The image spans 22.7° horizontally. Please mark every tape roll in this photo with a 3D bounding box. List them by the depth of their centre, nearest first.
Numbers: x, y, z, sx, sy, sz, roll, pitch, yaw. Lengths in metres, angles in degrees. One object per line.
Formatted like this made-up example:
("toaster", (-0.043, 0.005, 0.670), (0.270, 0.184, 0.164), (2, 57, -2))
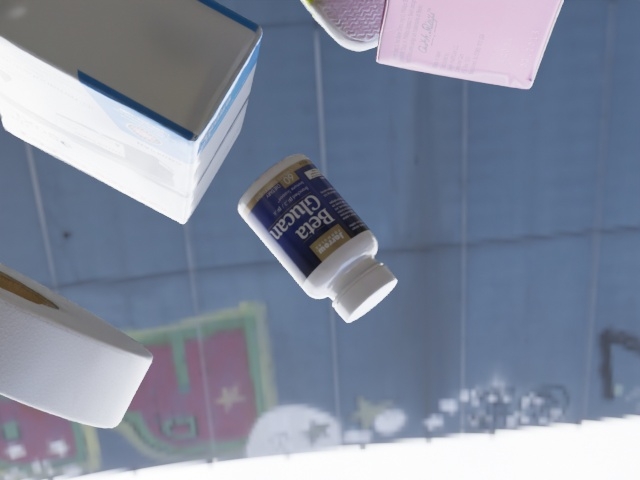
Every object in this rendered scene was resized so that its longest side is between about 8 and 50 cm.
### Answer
("tape roll", (-0.326, 0.040, 1.344), (0.392, 0.392, 0.072), (26, -94, 33))

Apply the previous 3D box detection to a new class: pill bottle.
("pill bottle", (0.000, 0.000, 1.656), (0.094, 0.094, 0.169), (-33, -104, -33))

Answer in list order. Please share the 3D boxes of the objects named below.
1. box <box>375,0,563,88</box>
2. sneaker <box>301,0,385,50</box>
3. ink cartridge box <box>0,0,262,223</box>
("box", (0.119, -0.264, 1.082), (0.117, 0.213, 0.243), (11, -111, 1))
("sneaker", (-0.011, -0.253, 1.273), (0.091, 0.126, 0.240), (-23, -95, -11))
("ink cartridge box", (-0.242, -0.193, 1.930), (0.285, 0.395, 0.166), (29, -104, 1))
